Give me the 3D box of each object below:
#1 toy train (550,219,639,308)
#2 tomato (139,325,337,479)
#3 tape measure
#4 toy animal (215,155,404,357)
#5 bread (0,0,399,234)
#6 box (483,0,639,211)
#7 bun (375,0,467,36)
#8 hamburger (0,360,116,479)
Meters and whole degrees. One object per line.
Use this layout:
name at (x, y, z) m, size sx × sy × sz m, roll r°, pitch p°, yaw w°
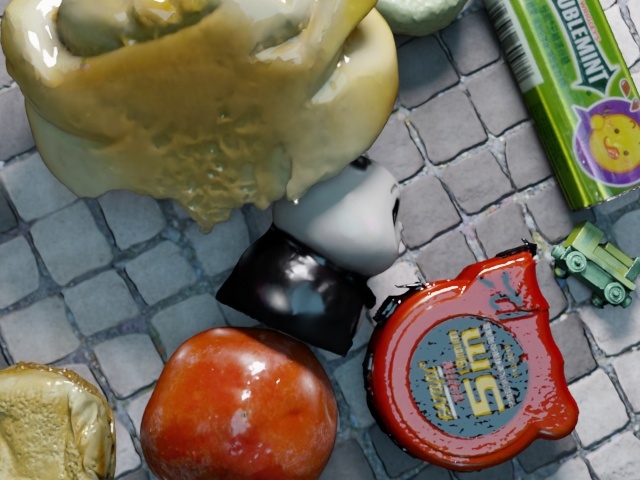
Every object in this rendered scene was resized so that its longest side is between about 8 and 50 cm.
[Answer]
toy train at (0.360, 0.034, 1.142) m, size 0.122 × 0.050 × 0.081 m, roll 35°, pitch 76°, yaw -2°
tomato at (-0.087, 0.205, 1.013) m, size 0.232 × 0.188 × 0.232 m, roll 1°, pitch 86°, yaw -9°
tape measure at (0.177, 0.151, 1.083) m, size 0.260 × 0.114 × 0.253 m, roll -17°, pitch 89°, yaw -3°
toy animal at (0.005, 0.007, 1.034) m, size 0.165 × 0.187 × 0.235 m, roll 30°, pitch 86°, yaw -12°
bread at (-0.130, -0.190, 0.959) m, size 0.424 × 0.245 × 0.329 m, roll -6°, pitch 67°, yaw 8°
box at (0.321, -0.220, 1.127) m, size 0.134 × 0.097 × 0.345 m, roll -22°, pitch 89°, yaw -6°
bun at (0.106, -0.354, 1.103) m, size 0.195 × 0.118 × 0.195 m, roll 0°, pitch 93°, yaw -6°
hamburger at (-0.337, 0.245, 1.024) m, size 0.213 × 0.108 × 0.214 m, roll 0°, pitch 85°, yaw -5°
